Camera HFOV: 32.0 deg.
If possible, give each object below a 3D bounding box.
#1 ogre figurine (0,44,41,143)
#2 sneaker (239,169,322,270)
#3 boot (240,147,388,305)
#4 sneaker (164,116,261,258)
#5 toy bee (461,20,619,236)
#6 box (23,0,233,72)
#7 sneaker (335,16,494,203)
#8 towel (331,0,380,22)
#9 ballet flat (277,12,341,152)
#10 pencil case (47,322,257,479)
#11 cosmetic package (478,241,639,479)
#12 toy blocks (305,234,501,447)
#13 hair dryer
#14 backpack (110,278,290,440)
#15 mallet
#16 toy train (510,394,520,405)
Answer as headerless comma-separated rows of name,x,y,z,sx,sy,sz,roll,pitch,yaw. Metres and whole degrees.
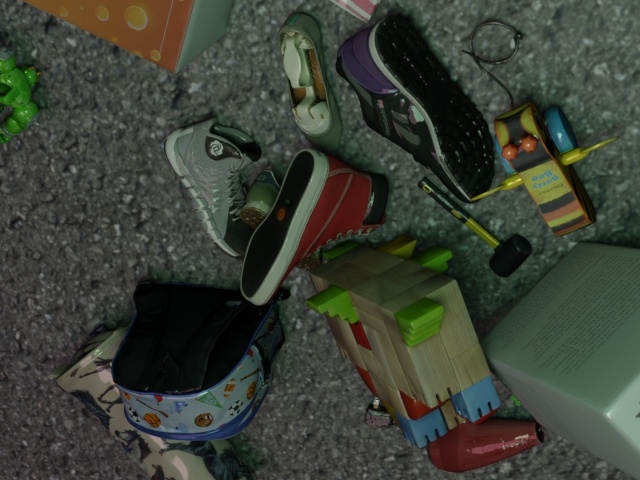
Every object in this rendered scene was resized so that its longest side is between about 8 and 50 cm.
ogre figurine,-0.503,-0.238,1.743,0.118,0.097,0.197,7,111,32
sneaker,-0.048,-0.034,1.691,0.064,0.086,0.192,-5,148,32
boot,0.000,0.000,1.618,0.176,0.088,0.244,18,108,-38
sneaker,-0.131,-0.083,1.688,0.132,0.086,0.228,-22,108,29
toy bee,0.265,-0.111,1.447,0.298,0.162,0.195,39,119,-10
box,-0.285,-0.411,1.499,0.345,0.168,0.215,26,126,6
sneaker,0.130,-0.170,1.534,0.124,0.107,0.283,-15,114,51
towel,0.044,-0.396,1.457,0.144,0.029,0.197,33,127,2
ballet flat,-0.022,-0.211,1.572,0.072,0.068,0.213,0,120,23
pencil case,-0.285,0.335,1.959,0.183,0.160,0.410,-25,107,43
cosmetic package,0.378,0.141,1.361,0.230,0.453,0.161,-44,99,-5
toy blocks,0.123,0.162,1.568,0.381,0.191,0.261,21,136,66
hair dryer,0.208,0.269,1.756,0.294,0.080,0.223,21,126,11
backpack,-0.202,0.199,1.777,0.277,0.263,0.213,-1,119,22
mallet,0.223,-0.030,1.603,0.189,0.039,0.062,46,126,-3
toy train,0.329,0.230,1.725,0.083,0.017,0.023,-37,91,35
